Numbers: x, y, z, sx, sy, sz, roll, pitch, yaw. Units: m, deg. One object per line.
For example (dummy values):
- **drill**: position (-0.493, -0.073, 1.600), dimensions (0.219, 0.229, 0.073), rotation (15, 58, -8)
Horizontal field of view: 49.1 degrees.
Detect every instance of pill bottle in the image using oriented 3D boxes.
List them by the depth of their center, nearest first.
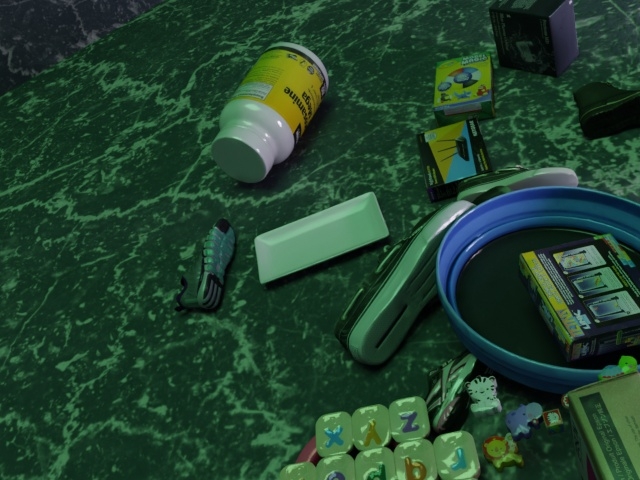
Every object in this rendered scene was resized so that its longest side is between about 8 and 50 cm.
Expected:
- **pill bottle**: position (-0.122, -0.301, 1.663), dimensions (0.187, 0.188, 0.334), rotation (4, 50, 30)

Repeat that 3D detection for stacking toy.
- **stacking toy**: position (0.309, 0.225, 0.920), dimensions (0.221, 0.167, 0.052), rotation (-16, 42, 13)

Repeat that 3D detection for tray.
- **tray**: position (0.000, 0.000, 1.412), dimensions (0.270, 0.030, 0.145), rotation (-21, 42, 6)

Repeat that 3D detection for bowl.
- **bowl**: position (0.372, 0.066, 1.065), dimensions (0.391, 0.077, 0.391), rotation (-5, 42, 4)

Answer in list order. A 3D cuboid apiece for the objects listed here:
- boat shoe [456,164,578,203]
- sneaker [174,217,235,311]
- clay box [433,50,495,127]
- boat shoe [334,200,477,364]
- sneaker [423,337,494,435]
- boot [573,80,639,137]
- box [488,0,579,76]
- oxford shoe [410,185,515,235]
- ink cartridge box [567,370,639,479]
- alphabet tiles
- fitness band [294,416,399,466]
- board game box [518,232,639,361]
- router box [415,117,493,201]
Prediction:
- **boat shoe**: position (0.360, -0.108, 1.301), dimensions (0.219, 0.078, 0.070), rotation (-10, 45, 21)
- **sneaker**: position (-0.246, 0.046, 1.455), dimensions (0.098, 0.083, 0.224), rotation (-13, 44, 23)
- **clay box**: position (0.326, -0.353, 1.587), dimensions (0.127, 0.053, 0.222), rotation (-8, 45, 19)
- **boat shoe**: position (0.140, 0.054, 1.199), dimensions (0.335, 0.121, 0.119), rotation (-48, 39, -12)
- **sneaker**: position (0.202, 0.207, 1.067), dimensions (0.077, 0.072, 0.178), rotation (18, 56, 40)
- **boot**: position (0.598, -0.284, 1.367), dimensions (0.197, 0.077, 0.137), rotation (-12, 38, 15)
- **box**: position (0.471, -0.461, 1.545), dimensions (0.158, 0.156, 0.093), rotation (26, 64, 42)
- **oxford shoe**: position (0.267, -0.029, 1.284), dimensions (0.212, 0.076, 0.076), rotation (-22, 70, 26)
- **ink cartridge box**: position (0.354, 0.294, 0.774), dimensions (0.088, 0.235, 0.193), rotation (-18, 41, 8)
- **alphabet tiles**: position (0.079, 0.348, 0.950), dimensions (0.284, 0.021, 0.278), rotation (-14, 43, 10)
- **fitness band**: position (0.047, 0.384, 0.979), dimensions (0.209, 0.054, 0.291), rotation (-6, 47, 22)
- **board game box**: position (0.371, 0.074, 0.961), dimensions (0.141, 0.048, 0.170), rotation (-13, 42, -1)
- **router box**: position (0.273, -0.166, 1.429), dimensions (0.133, 0.046, 0.179), rotation (-16, 42, 13)
